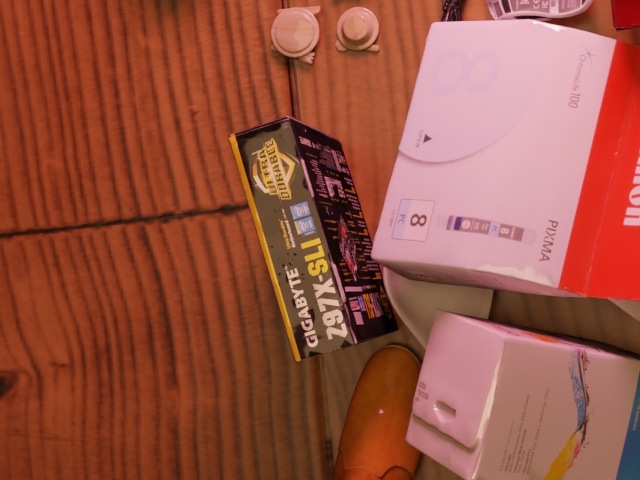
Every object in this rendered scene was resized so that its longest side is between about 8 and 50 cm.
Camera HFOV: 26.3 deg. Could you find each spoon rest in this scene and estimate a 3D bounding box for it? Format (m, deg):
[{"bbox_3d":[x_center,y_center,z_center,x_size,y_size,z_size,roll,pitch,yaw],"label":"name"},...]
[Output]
[{"bbox_3d":[0.158,0.110,1.679,0.137,0.084,0.276,-11,89,-5],"label":"spoon rest"}]

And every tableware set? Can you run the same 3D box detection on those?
[{"bbox_3d":[0.008,-0.309,1.753,0.141,0.020,0.169,3,91,14],"label":"tableware set"}]

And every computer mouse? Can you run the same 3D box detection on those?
[{"bbox_3d":[0.243,-0.298,1.692,0.193,0.042,0.106,1,85,18],"label":"computer mouse"}]

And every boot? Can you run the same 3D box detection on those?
[{"bbox_3d":[0.059,0.276,1.639,0.104,0.211,0.295,10,91,12],"label":"boot"}]

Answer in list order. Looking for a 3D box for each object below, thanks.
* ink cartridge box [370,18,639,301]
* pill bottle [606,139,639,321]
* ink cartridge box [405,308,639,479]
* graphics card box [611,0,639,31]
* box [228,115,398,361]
[{"bbox_3d":[0.260,-0.096,1.545,0.385,0.091,0.308,5,74,41],"label":"ink cartridge box"},{"bbox_3d":[0.424,-0.064,1.579,0.176,0.176,0.318,38,97,10],"label":"pill bottle"},{"bbox_3d":[0.247,0.189,1.569,0.232,0.171,0.168,12,93,-24],"label":"ink cartridge box"},{"bbox_3d":[0.435,-0.425,1.554,0.232,0.094,0.371,-4,63,13],"label":"graphics card box"},{"bbox_3d":[0.000,0.000,1.598,0.079,0.322,0.257,-16,87,11],"label":"box"}]
